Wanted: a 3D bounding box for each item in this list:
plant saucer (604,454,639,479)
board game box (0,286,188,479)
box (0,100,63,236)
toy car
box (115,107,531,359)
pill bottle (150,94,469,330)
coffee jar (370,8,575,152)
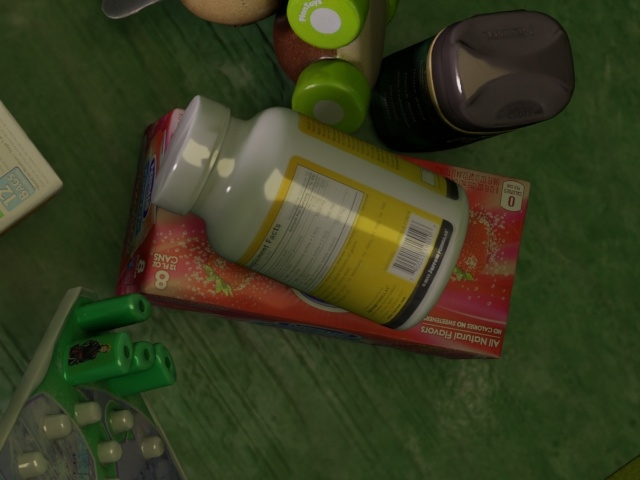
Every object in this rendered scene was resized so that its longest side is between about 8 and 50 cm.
[{"bbox_3d":[0.327,0.218,1.408,0.188,0.045,0.188,-33,95,-15],"label":"plant saucer"},{"bbox_3d":[-0.097,0.281,1.080,0.050,0.390,0.390,-13,119,19],"label":"board game box"},{"bbox_3d":[-0.277,-0.079,1.233,0.114,0.103,0.203,-39,97,-14],"label":"box"},{"bbox_3d":[-0.049,-0.171,1.287,0.188,0.149,0.155,6,42,9],"label":"toy car"},{"bbox_3d":[0.000,0.000,1.293,0.257,0.122,0.128,12,85,-14],"label":"box"},{"bbox_3d":[-0.007,-0.022,1.174,0.184,0.103,0.103,23,81,-12],"label":"pill bottle"},{"bbox_3d":[0.103,-0.107,1.295,0.096,0.184,0.079,-9,89,-15],"label":"coffee jar"}]
